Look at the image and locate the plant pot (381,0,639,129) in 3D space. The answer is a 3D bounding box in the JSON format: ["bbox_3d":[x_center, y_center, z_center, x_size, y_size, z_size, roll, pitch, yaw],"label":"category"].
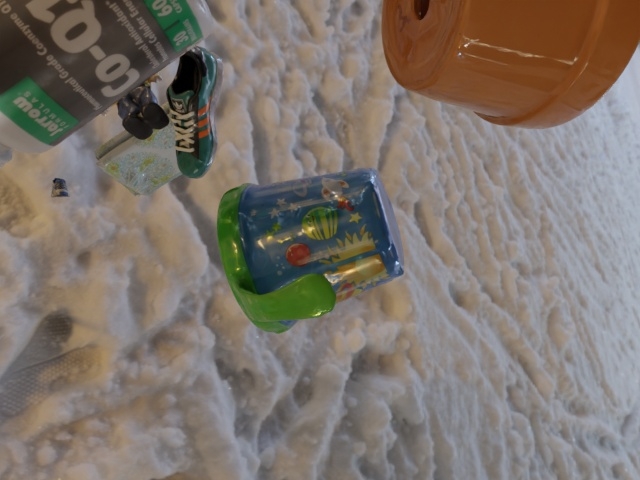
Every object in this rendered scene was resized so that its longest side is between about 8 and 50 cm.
[{"bbox_3d":[0.210,-0.287,0.616,0.204,0.291,0.290,-5,80,-20],"label":"plant pot"}]

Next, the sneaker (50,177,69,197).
[{"bbox_3d":[-0.786,-0.160,1.487,0.052,0.135,0.058,-5,95,-33],"label":"sneaker"}]

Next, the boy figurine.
[{"bbox_3d":[-0.480,-0.376,1.226,0.285,0.177,0.092,56,2,31],"label":"boy figurine"}]

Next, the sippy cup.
[{"bbox_3d":[0.000,0.000,0.737,0.240,0.224,0.305,51,27,-54],"label":"sippy cup"}]

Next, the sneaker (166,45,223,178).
[{"bbox_3d":[-0.307,-0.293,1.140,0.121,0.108,0.302,-19,120,-66],"label":"sneaker"}]

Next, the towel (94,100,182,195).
[{"bbox_3d":[-0.573,-0.319,1.759,0.090,0.375,0.320,53,-4,15],"label":"towel"}]

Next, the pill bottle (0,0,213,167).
[{"bbox_3d":[-0.326,-0.232,0.571,0.361,0.204,0.204,-38,110,-3],"label":"pill bottle"}]
